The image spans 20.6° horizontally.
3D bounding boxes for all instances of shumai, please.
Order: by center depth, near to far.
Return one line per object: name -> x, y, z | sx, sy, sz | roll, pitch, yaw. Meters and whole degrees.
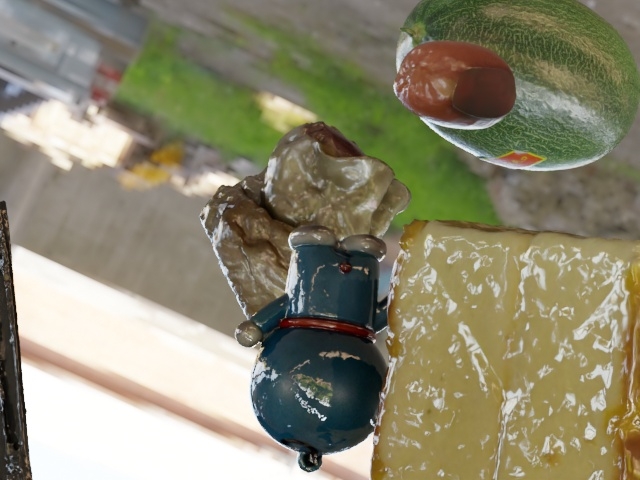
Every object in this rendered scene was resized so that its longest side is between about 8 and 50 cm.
shumai -> 0.001, 0.002, 1.627 | 0.184, 0.185, 0.218 | 62, 177, 30

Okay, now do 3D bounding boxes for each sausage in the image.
sausage -> 0.092, -0.106, 1.201 | 0.054, 0.059, 0.094 | 15, -171, 41

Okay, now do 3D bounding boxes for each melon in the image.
melon -> 0.188, -0.167, 1.731 | 0.288, 0.182, 0.182 | 20, -179, -33

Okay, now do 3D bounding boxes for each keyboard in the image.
keyboard -> -0.283, 0.092, 1.444 | 0.087, 0.250, 0.017 | -18, 159, 21

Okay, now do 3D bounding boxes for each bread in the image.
bread -> 0.185, 0.139, 0.998 | 0.279, 0.279, 0.207 | 11, 177, -38

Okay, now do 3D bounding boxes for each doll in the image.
doll -> 0.002, 0.069, 1.094 | 0.114, 0.151, 0.085 | 8, 166, -11
